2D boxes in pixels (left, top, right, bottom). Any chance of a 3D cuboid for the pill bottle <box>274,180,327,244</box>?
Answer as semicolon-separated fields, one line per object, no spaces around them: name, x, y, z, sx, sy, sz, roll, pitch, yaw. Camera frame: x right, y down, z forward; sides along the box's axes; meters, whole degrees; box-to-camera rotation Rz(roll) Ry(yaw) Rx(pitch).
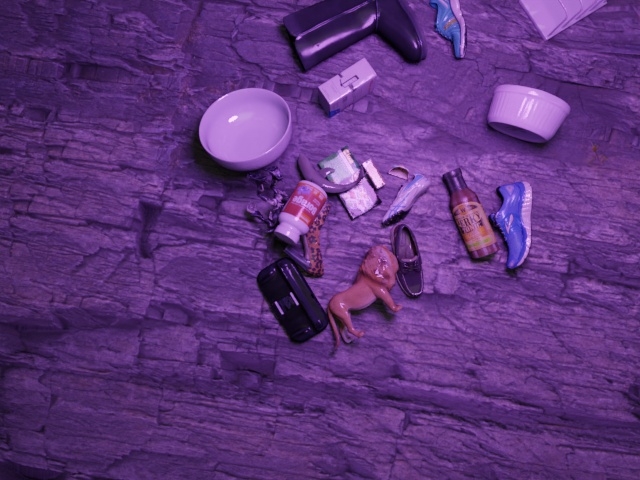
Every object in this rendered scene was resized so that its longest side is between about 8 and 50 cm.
pill bottle;-0.074;-0.097;1.550;0.121;0.121;0.216;28;74;1

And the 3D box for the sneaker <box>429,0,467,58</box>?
sneaker;0.497;-0.822;1.664;0.110;0.107;0.274;-16;83;19

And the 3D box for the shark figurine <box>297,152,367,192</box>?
shark figurine;0.028;-0.216;1.603;0.279;0.116;0.166;15;101;14

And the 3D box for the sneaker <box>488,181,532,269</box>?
sneaker;0.705;-0.054;1.626;0.147;0.130;0.329;1;85;15

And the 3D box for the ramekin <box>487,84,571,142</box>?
ramekin;0.736;-0.448;1.561;0.273;0.273;0.127;21;100;1

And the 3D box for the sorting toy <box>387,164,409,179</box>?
sorting toy;0.305;-0.267;1.644;0.084;0.075;0.044;20;89;1

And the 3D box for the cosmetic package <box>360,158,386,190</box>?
cosmetic package;0.201;-0.250;1.653;0.041;0.060;0.115;-31;90;-1

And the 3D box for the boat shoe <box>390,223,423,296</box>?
boat shoe;0.328;0.074;1.625;0.103;0.092;0.284;-10;88;0

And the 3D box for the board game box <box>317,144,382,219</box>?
board game box;0.113;-0.223;1.669;0.136;0.030;0.259;-31;88;2

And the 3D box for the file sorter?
file sorter;0.943;-0.931;1.612;0.278;0.173;0.192;-32;89;-1

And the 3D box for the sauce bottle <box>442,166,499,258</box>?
sauce bottle;0.553;-0.103;1.622;0.112;0.111;0.343;-24;87;0

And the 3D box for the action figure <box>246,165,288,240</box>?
action figure;-0.182;-0.139;1.615;0.164;0.141;0.275;-29;129;-26

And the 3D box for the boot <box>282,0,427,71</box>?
boot;0.125;-0.756;1.624;0.446;0.146;0.366;-24;80;-3

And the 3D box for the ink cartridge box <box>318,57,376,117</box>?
ink cartridge box;0.098;-0.567;1.619;0.203;0.148;0.085;-33;86;-1

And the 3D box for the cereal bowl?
cereal bowl;-0.263;-0.388;1.596;0.340;0.141;0.338;-2;63;5

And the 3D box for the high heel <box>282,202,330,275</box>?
high heel;0.000;0.000;1.651;0.186;0.093;0.261;42;79;-17

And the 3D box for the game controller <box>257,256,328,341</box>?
game controller;-0.108;0.226;1.647;0.167;0.067;0.319;-32;87;15

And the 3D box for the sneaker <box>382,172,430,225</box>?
sneaker;0.314;-0.154;1.646;0.237;0.085;0.086;-48;62;2

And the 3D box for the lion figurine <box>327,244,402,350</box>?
lion figurine;0.144;0.209;1.603;0.392;0.142;0.240;-37;81;4
